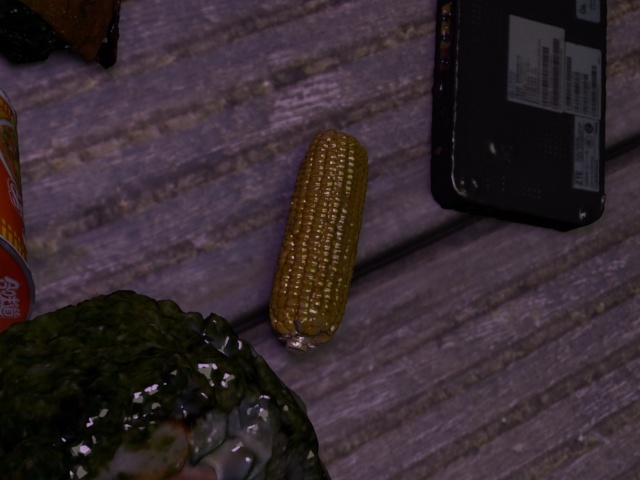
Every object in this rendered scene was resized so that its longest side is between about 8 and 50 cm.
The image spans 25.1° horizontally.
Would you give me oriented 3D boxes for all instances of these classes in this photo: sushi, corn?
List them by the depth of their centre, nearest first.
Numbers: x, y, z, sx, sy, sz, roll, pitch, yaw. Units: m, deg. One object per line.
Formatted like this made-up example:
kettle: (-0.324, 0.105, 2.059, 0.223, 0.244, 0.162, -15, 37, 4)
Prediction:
sushi: (-0.142, 0.221, 1.191, 0.294, 0.178, 0.352, -26, 127, -27)
sushi: (-0.299, -0.250, 1.307, 0.287, 0.140, 0.149, 21, 33, -23)
corn: (0.000, 0.000, 1.446, 0.080, 0.080, 0.238, 19, 72, -24)

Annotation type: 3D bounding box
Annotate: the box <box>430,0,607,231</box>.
box: (0.226, -0.194, 1.623, 0.211, 0.058, 0.350, 9, 76, -28)

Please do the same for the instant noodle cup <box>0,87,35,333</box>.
instant noodle cup: (-0.327, -0.033, 1.195, 0.193, 0.193, 0.212, 19, 40, -24)

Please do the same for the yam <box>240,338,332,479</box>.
yam: (-0.056, 0.184, 1.376, 0.078, 0.078, 0.179, -39, 102, -29)
